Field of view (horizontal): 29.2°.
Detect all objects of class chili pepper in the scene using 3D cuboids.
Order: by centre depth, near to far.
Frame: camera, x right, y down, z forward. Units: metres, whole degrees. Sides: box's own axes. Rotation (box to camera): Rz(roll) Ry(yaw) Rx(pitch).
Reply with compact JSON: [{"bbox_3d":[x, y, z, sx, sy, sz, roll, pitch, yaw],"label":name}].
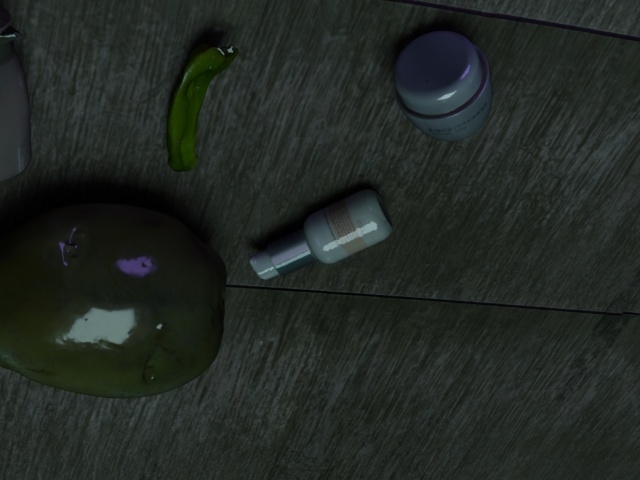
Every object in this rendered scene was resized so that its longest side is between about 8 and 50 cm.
[{"bbox_3d":[-0.149,-0.163,1.443,0.052,0.050,0.202,-9,143,-31],"label":"chili pepper"}]

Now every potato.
[{"bbox_3d":[-0.270,0.073,1.531,0.326,0.221,0.243,14,133,-22],"label":"potato"}]

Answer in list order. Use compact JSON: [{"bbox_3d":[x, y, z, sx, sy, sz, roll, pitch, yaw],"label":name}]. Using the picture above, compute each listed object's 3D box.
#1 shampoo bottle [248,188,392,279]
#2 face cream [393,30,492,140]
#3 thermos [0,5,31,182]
[{"bbox_3d":[0.000,0.000,1.640,0.192,0.074,0.074,-26,137,11],"label":"shampoo bottle"},{"bbox_3d":[0.147,-0.182,1.460,0.117,0.117,0.104,-23,146,8],"label":"face cream"},{"bbox_3d":[-0.384,-0.172,1.337,0.137,0.105,0.193,18,132,9],"label":"thermos"}]
